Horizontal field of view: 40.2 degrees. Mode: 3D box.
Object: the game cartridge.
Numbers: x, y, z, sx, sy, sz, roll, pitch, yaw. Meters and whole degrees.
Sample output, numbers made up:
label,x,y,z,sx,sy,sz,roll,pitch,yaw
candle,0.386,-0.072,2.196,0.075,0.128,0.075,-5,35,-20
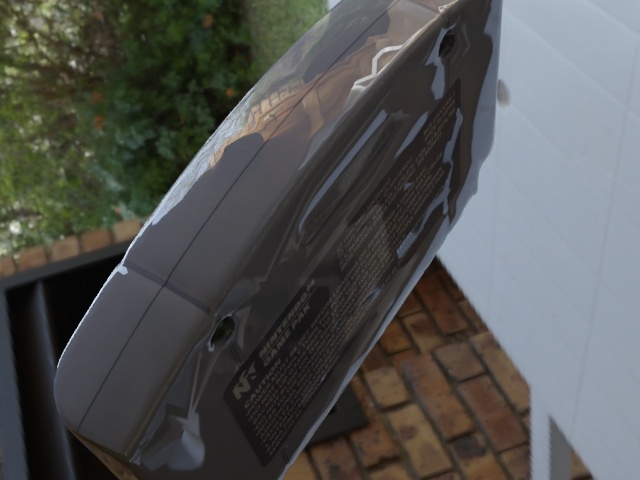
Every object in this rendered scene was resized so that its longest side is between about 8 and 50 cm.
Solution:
label,x,y,z,sx,sy,sz,roll,pitch,yaw
game cartridge,0.000,0.000,0.433,0.060,0.294,0.196,28,155,20
